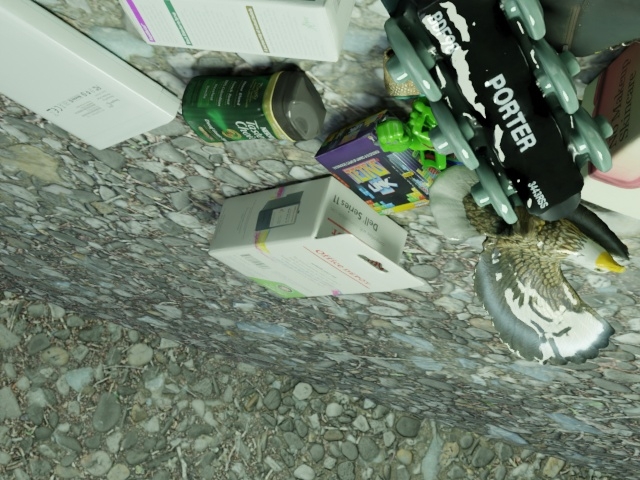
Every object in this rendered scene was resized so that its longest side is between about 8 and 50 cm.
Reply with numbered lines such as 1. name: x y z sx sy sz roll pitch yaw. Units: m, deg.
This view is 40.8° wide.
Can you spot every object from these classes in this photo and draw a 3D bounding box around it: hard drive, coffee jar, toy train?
1. hard drive: -0.407 -0.254 1.235 0.353 0.047 0.233 31 154 -35
2. coffee jar: -0.089 -0.178 1.160 0.184 0.079 0.096 2 155 29
3. toy train: 0.147 -0.157 0.782 0.142 0.190 0.334 -31 132 13

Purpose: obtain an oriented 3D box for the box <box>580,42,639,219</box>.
1. box: 0.370 -0.132 0.873 0.127 0.149 0.232 19 158 -7

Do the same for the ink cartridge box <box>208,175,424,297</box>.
1. ink cartridge box: 0.000 0.000 1.474 0.353 0.119 0.207 -7 149 46

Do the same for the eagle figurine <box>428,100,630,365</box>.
1. eagle figurine: 0.294 0.008 1.113 0.226 0.225 0.298 -29 145 6

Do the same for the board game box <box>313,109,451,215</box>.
1. board game box: 0.088 -0.103 1.197 0.141 0.048 0.170 38 159 -18

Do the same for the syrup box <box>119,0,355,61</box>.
1. syrup box: -0.089 -0.267 0.927 0.237 0.093 0.096 10 158 15

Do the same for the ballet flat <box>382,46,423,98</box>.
1. ballet flat: 0.156 -0.203 0.961 0.206 0.073 0.067 -4 128 32

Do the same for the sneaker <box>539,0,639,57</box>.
1. sneaker: 0.285 -0.203 0.733 0.222 0.083 0.118 18 166 25

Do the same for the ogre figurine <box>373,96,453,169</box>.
1. ogre figurine: 0.146 -0.138 1.057 0.097 0.197 0.118 62 162 -7

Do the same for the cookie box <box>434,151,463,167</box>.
1. cookie box: 0.199 -0.100 1.206 0.107 0.040 0.092 12 156 7
